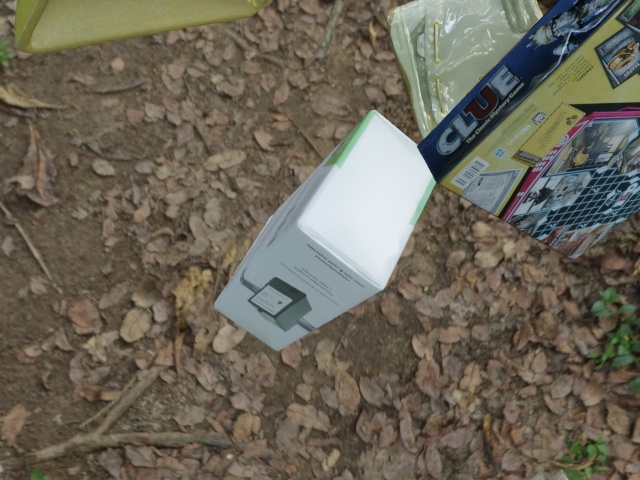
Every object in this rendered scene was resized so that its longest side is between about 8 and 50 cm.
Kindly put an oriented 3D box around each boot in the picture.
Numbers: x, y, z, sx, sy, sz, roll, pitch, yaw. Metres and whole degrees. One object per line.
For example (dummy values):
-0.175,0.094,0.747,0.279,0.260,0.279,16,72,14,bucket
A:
0.226,-0.227,0.863,0.204,0.261,0.095,-15,19,21,boot

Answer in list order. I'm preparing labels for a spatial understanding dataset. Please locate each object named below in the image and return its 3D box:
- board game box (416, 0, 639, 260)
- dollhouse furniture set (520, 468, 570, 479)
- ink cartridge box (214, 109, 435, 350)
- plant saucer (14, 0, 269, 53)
0.203,-0.100,0.386,0.243,0.165,0.042,-46,40,27,board game box
0.196,0.287,0.529,0.123,0.151,0.144,-38,74,12,dollhouse furniture set
0.000,0.000,0.811,0.122,0.289,0.211,37,56,-9,ink cartridge box
-0.085,-0.312,0.525,0.081,0.333,0.333,55,41,-1,plant saucer
